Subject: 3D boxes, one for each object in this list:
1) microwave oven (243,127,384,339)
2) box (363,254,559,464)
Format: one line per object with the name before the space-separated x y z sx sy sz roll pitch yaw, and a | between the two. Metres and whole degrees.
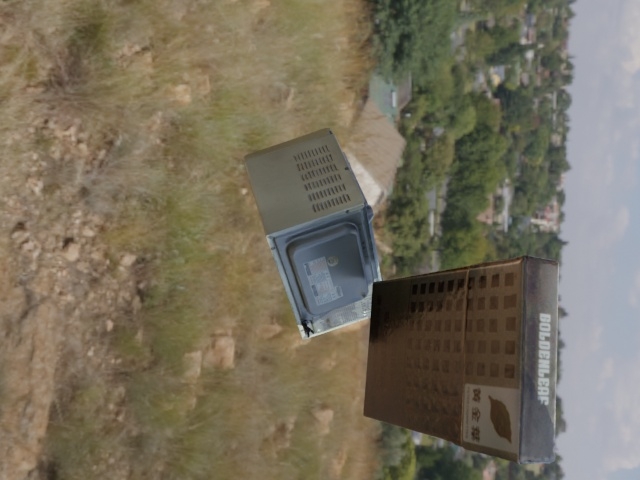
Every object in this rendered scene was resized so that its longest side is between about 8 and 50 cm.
microwave oven | 0.000 0.000 0.925 0.241 0.145 0.194 76 -8 -48
box | 0.135 0.123 0.719 0.325 0.047 0.181 158 -61 -69
